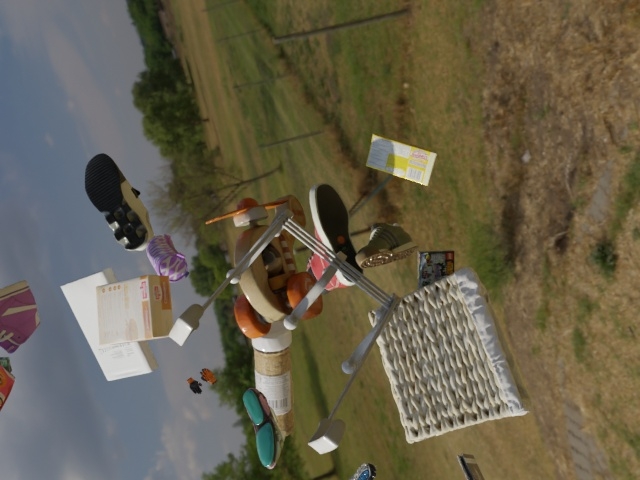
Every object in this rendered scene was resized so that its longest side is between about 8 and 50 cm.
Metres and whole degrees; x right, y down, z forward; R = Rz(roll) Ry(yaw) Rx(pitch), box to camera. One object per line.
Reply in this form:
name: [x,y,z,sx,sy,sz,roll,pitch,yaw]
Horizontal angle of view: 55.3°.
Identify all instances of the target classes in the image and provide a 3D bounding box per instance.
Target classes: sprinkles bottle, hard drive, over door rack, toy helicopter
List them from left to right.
hard drive: [-0.683,0.276,1.973,0.047,0.233,0.353,-37,-74,-55]
toy helicopter: [-0.093,-0.002,1.157,0.235,0.140,0.355,60,-159,-22]
sprinkles bottle: [-0.144,0.429,1.883,0.121,0.121,0.356,-130,36,-67]
over door rack: [-0.038,0.114,0.848,0.239,0.324,0.108,37,125,0]

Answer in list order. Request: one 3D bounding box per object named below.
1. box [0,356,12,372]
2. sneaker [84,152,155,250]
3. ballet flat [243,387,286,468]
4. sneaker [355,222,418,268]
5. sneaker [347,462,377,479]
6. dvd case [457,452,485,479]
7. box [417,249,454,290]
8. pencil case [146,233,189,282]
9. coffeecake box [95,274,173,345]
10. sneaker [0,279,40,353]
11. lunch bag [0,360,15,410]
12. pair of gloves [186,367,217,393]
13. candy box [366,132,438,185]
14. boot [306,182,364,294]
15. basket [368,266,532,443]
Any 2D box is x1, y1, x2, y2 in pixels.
box: [-1.027,0.423,1.667,0.322,0.232,0.059,-104,11,-70]
sneaker: [-0.613,-0.110,1.888,0.331,0.122,0.146,63,-174,8]
ballet flat: [-0.135,0.479,1.574,0.079,0.077,0.222,23,-151,-44]
sneaker: [0.127,0.004,1.315,0.064,0.192,0.086,-47,65,37]
sneaker: [0.113,0.772,1.922,0.071,0.190,0.083,49,-173,20]
dvd case: [0.375,0.591,1.373,0.164,0.018,0.221,42,-157,-60]
box: [0.306,0.094,1.616,0.027,0.093,0.137,-123,30,-79]
pencil case: [-0.430,0.047,1.705,0.206,0.086,0.088,31,97,59]
coffeecake box: [-0.435,0.164,1.427,0.068,0.185,0.143,7,-106,-57]
sneaker: [-0.795,0.210,1.453,0.282,0.102,0.161,-26,-80,-54]
lunch bag: [-0.852,0.397,1.402,0.120,0.293,0.258,54,-172,-21]
pair of gloves: [-0.378,0.447,1.941,0.074,0.083,0.010,38,155,36]
candy box: [0.245,-0.248,1.858,0.027,0.205,0.105,-35,-38,-60]
boot: [0.000,0.000,1.424,0.176,0.088,0.244,-26,78,57]
basket: [0.307,0.272,1.430,0.328,0.266,0.332,31,-140,-66]
